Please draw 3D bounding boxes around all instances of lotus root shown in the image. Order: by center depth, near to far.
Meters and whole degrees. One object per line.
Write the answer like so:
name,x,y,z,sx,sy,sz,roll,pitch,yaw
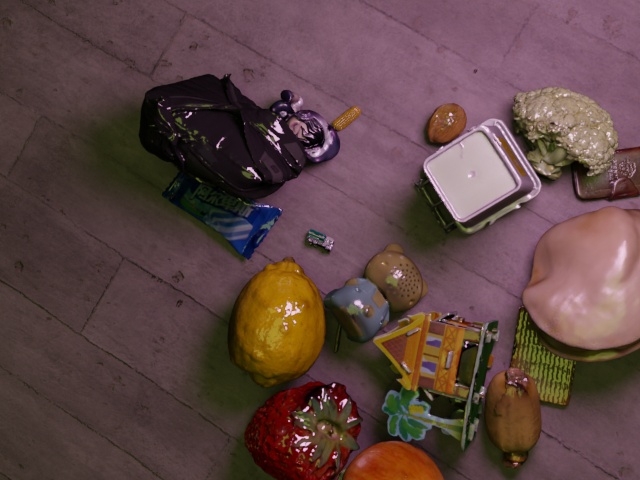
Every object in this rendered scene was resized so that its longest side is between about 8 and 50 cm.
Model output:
lotus root,0.507,0.455,1.744,0.146,0.131,0.304,-2,115,15

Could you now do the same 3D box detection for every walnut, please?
walnut,0.345,-0.322,1.824,0.105,0.105,0.124,40,94,7

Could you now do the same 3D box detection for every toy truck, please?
toy truck,0.000,0.000,1.894,0.083,0.039,0.044,22,78,10

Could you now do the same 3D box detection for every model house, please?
model house,0.295,0.359,1.783,0.312,0.242,0.358,10,91,25

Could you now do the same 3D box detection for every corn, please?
corn,0.075,-0.350,1.895,0.092,0.037,0.037,-39,84,3

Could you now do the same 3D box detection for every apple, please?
apple,0.190,0.657,1.685,0.233,0.285,0.286,6,89,50

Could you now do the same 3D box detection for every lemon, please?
lemon,-0.113,0.229,1.795,0.285,0.285,0.316,38,66,7

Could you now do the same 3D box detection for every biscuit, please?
biscuit,0.609,0.311,1.803,0.172,0.029,0.255,9,90,9

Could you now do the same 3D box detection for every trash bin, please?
trash bin,0.378,-0.152,1.673,0.295,0.367,0.256,-31,85,18

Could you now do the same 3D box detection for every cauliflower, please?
cauliflower,0.616,-0.271,1.740,0.272,0.275,0.250,15,124,-8

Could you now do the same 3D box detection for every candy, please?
candy,-0.287,-0.109,1.918,0.331,0.077,0.187,38,99,9

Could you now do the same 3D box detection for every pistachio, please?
pistachio,0.710,0.099,1.671,0.445,0.281,0.365,-44,52,-7

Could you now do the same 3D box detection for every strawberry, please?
strawberry,-0.045,0.529,1.779,0.291,0.310,0.292,7,66,-17

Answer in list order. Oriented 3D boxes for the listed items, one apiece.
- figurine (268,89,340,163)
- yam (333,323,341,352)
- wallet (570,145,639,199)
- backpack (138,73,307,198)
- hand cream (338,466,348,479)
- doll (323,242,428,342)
figurine,-0.039,-0.313,1.875,0.145,0.145,0.222,-37,80,5
yam,0.052,0.268,1.890,0.014,0.014,0.107,9,89,8
wallet,0.814,-0.182,1.787,0.255,0.031,0.137,-7,87,8
backpack,-0.250,-0.275,1.777,0.445,0.363,0.255,35,125,9
hand cream,0.112,0.720,1.852,0.095,0.046,0.175,-26,83,9
doll,0.158,0.142,1.787,0.260,0.161,0.177,-37,95,-17
